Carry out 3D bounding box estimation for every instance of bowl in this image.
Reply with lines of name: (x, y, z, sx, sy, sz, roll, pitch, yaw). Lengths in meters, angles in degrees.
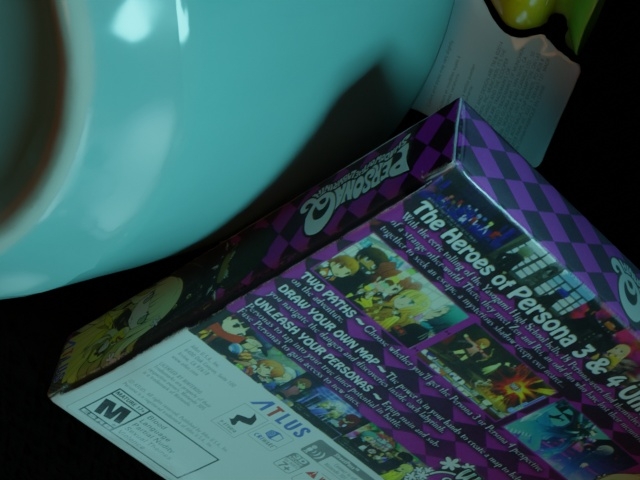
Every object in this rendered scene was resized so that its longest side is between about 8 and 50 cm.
bowl: (-0.120, -0.103, 0.527, 0.311, 0.163, 0.311, 10, 119, 18)

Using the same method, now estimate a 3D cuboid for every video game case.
video game case: (0.047, 0.072, 0.602, 0.210, 0.042, 0.232, -31, 123, 33)

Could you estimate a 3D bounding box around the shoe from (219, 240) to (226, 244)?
shoe: (0.000, 0.000, 0.660, 0.219, 0.076, 0.058, 55, 138, -1)

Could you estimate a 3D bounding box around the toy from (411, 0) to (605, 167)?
toy: (0.007, -0.140, 0.590, 0.237, 0.056, 0.137, 28, 125, 13)
